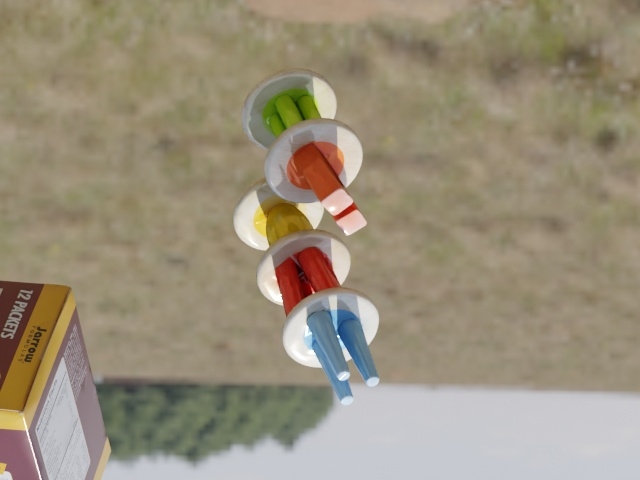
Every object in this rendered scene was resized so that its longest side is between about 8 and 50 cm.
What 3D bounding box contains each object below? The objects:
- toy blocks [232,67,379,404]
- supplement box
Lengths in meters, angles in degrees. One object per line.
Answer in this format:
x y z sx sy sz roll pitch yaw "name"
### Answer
0.000 0.000 0.950 0.054 0.123 0.148 -7 -140 -16 "toy blocks"
-0.282 0.139 1.414 0.191 0.129 0.194 4 134 10 "supplement box"
